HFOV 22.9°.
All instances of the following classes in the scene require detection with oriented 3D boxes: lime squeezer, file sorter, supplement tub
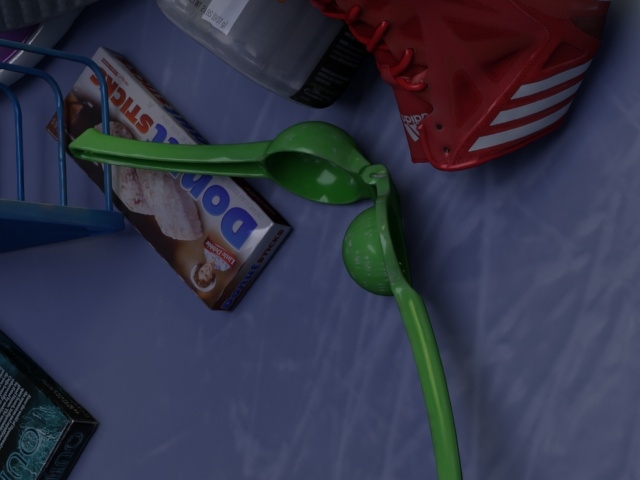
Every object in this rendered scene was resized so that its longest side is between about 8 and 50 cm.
[{"bbox_3d":[0.000,0.000,0.818,0.110,0.058,0.310,-34,59,-23],"label":"lime squeezer"},{"bbox_3d":[-0.218,-0.049,0.933,0.170,0.118,0.104,-10,80,39],"label":"file sorter"},{"bbox_3d":[0.007,-0.175,0.830,0.117,0.117,0.190,40,103,31],"label":"supplement tub"}]

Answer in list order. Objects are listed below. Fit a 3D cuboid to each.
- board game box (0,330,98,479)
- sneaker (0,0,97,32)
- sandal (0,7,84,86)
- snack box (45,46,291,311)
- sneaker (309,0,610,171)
[{"bbox_3d":[-0.225,0.153,0.970,0.126,0.026,0.186,37,101,32],"label":"board game box"},{"bbox_3d":[-0.111,-0.263,0.892,0.366,0.135,0.150,-35,66,16],"label":"sneaker"},{"bbox_3d":[-0.176,-0.293,0.977,0.169,0.102,0.416,31,98,33],"label":"sandal"},{"bbox_3d":[-0.092,-0.038,0.924,0.178,0.022,0.064,45,106,30],"label":"snack box"},{"bbox_3d":[0.033,-0.097,0.755,0.087,0.221,0.128,-116,37,-69],"label":"sneaker"}]
